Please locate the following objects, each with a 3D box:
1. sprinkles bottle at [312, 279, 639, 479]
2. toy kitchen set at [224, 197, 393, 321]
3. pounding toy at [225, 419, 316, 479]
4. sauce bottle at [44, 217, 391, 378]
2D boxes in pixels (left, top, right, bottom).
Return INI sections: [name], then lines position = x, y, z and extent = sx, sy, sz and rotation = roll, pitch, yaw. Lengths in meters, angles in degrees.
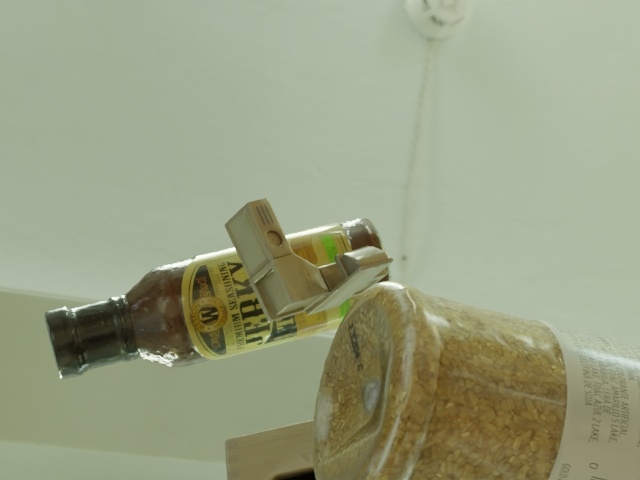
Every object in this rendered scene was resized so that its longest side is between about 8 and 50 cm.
[sprinkles bottle]
position = 0.178, 0.117, 0.768
extent = 0.355, 0.121, 0.121
rotation = 15, -98, -19
[toy kitchen set]
position = 0.000, 0.000, 0.940
extent = 0.083, 0.068, 0.075
rotation = -15, -107, -39
[pounding toy]
position = -0.013, 0.246, 1.270
extent = 0.181, 0.206, 0.094
rotation = -14, -122, 11
[sauce bottle]
position = -0.101, 0.066, 1.452
extent = 0.344, 0.111, 0.111
rotation = -15, -88, -10
